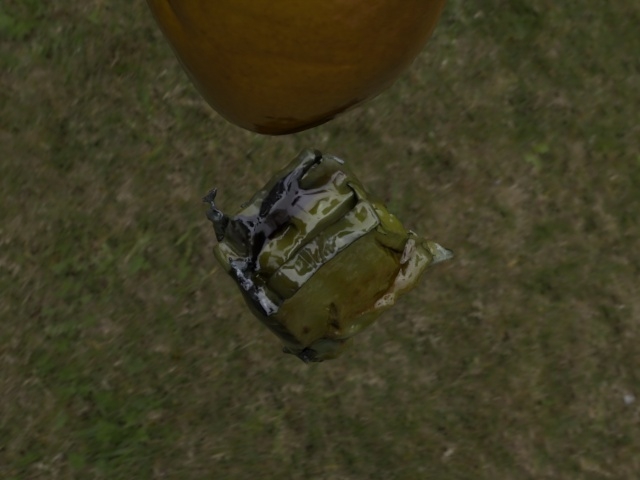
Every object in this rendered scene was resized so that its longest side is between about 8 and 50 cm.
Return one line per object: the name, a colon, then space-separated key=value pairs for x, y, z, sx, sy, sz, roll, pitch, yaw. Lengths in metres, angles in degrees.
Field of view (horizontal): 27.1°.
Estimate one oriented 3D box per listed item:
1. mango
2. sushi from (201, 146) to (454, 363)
mango: x=-0.017 y=-0.124 z=0.599 sx=0.147 sy=0.227 sz=0.109 roll=15 pitch=62 yaw=-8
sushi: x=0.005 y=0.005 z=0.905 sx=0.139 sy=0.291 sz=0.131 roll=-41 pitch=75 yaw=-3
